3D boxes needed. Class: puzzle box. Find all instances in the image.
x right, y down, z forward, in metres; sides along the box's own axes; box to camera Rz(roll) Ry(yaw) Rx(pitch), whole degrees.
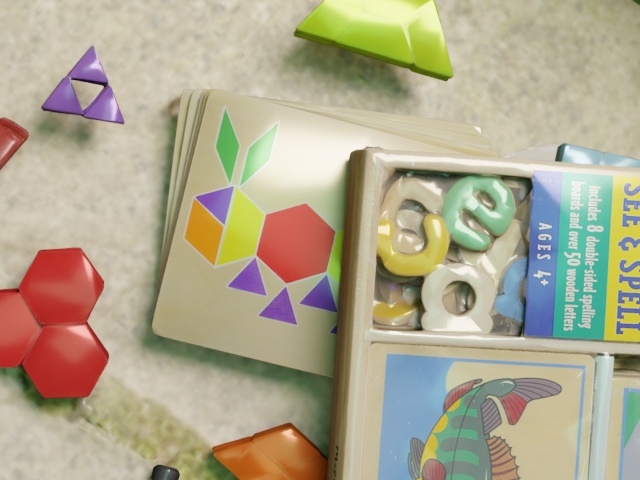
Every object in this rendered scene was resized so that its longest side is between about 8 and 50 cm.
[{"bbox_3d":[0.137,0.163,0.687,0.272,0.052,0.409,3,90,-9],"label":"puzzle box"}]

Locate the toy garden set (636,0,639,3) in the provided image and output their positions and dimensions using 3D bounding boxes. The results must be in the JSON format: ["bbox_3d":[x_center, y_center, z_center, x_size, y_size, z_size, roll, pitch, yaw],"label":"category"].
[{"bbox_3d":[0.335,-0.165,0.781,0.244,0.049,0.204,34,80,-4],"label":"toy garden set"}]

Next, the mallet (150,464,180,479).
[{"bbox_3d":[-0.102,0.208,0.663,0.039,0.062,0.190,16,81,-8],"label":"mallet"}]

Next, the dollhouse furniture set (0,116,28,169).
[{"bbox_3d":[-0.344,-0.113,0.599,0.374,0.201,0.152,33,80,2],"label":"dollhouse furniture set"}]

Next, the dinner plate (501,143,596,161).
[{"bbox_3d":[0.140,0.013,0.748,0.141,0.017,0.141,1,82,-9],"label":"dinner plate"}]

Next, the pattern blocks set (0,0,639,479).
[{"bbox_3d":[0.000,0.000,0.707,0.324,0.026,0.285,22,88,-6],"label":"pattern blocks set"}]
